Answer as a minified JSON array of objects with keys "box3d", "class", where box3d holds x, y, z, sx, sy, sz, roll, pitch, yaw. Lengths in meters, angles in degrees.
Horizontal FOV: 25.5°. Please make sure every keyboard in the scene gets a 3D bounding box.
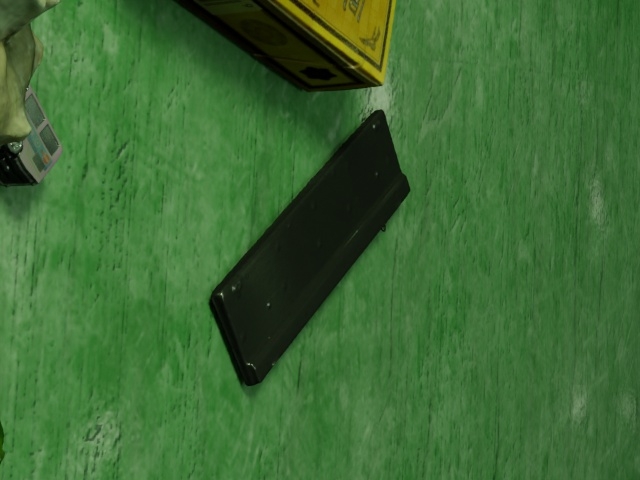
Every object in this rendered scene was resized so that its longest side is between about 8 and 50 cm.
[{"box3d":[0.000,0.000,1.232,0.310,0.018,0.101,-51,130,-45],"class":"keyboard"}]

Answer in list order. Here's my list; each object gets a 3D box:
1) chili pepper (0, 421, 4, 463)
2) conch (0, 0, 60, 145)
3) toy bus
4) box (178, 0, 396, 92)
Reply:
[{"box3d":[-0.219,0.099,0.880,0.030,0.034,0.091,-22,114,-21],"class":"chili pepper"},{"box3d":[-0.222,-0.097,0.517,0.291,0.159,0.210,-21,112,-11],"class":"conch"},{"box3d":[-0.207,-0.095,0.885,0.052,0.037,0.131,-59,137,-42],"class":"toy bus"},{"box3d":[-0.041,-0.260,1.104,0.301,0.084,0.193,29,67,-54],"class":"box"}]
